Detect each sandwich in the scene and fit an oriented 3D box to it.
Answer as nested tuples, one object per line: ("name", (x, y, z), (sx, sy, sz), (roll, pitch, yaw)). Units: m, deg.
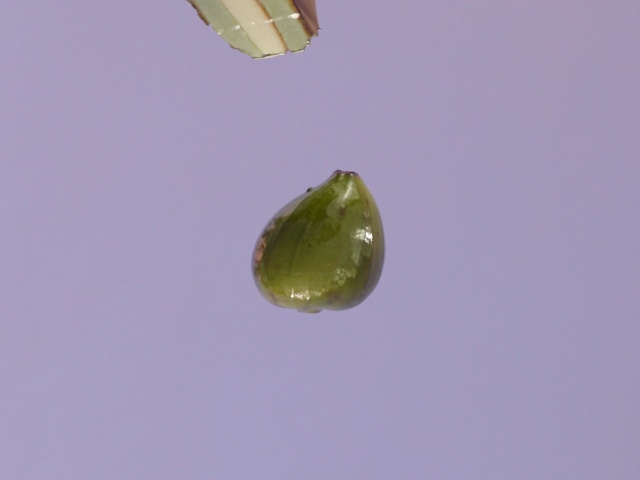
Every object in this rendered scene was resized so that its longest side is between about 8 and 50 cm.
("sandwich", (-0.097, -0.417, 1.403), (0.155, 0.227, 0.198), (-5, -119, 23))

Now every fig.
("fig", (0.000, 0.000, 1.456), (0.203, 0.203, 0.225), (13, -85, 22))
